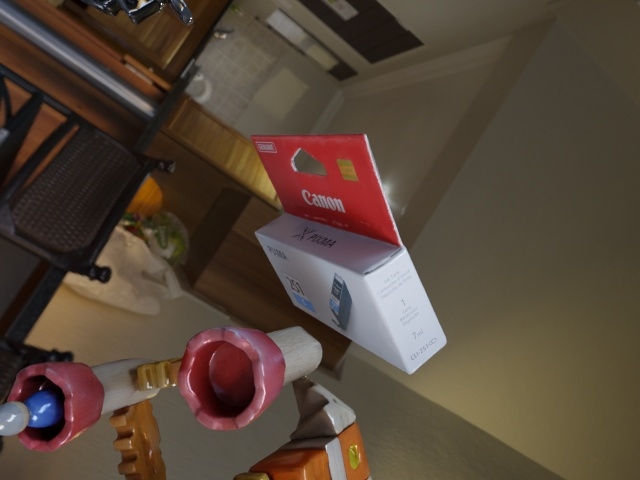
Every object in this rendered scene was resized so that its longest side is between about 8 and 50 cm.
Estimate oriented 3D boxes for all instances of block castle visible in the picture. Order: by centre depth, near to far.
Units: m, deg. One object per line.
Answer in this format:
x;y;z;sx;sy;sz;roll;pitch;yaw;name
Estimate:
-0.116;0.316;0.513;0.303;0.452;0.213;-14;173;22;block castle

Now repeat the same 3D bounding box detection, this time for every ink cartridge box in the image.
0.000;0.000;0.690;0.066;0.261;0.296;-34;-157;-20;ink cartridge box

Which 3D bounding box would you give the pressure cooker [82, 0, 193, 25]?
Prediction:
-0.263;-0.556;0.806;0.421;0.375;0.369;-34;-118;-4;pressure cooker
